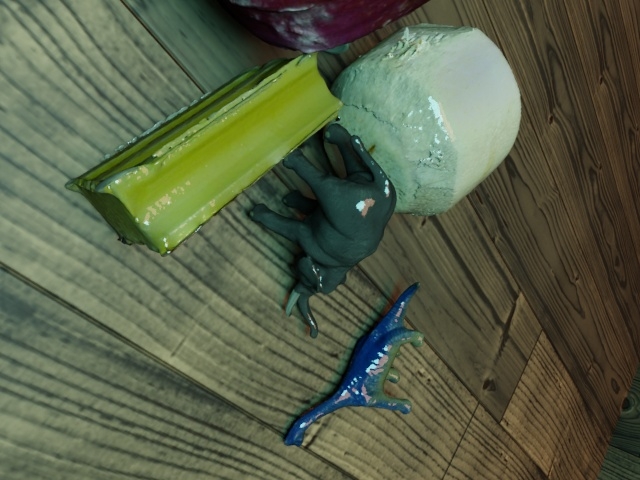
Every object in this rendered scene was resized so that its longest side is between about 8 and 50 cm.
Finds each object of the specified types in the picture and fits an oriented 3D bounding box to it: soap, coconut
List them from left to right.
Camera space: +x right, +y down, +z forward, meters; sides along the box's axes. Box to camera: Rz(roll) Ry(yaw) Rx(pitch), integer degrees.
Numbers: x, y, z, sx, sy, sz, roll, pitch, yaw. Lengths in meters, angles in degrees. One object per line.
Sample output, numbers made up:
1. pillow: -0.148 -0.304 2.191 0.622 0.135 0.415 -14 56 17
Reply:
1. soap: -0.100 -0.087 0.420 0.233 0.135 0.076 -43 121 -27
2. coconut: 0.125 -0.152 0.549 0.234 0.224 0.224 -46 123 -17

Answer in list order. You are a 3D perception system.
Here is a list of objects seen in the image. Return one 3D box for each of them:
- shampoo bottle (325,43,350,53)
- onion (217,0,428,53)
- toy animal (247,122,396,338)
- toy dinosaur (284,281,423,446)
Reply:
1. shampoo bottle: 0.039 -0.328 0.546 0.056 0.056 0.195 24 83 -39
2. onion: 0.013 -0.343 0.341 0.336 0.282 0.260 -61 157 -14
3. toy animal: -0.008 -0.005 0.514 0.082 0.137 0.269 -31 157 -44
4. toy dinosaur: 0.055 0.168 0.637 0.188 0.075 0.247 10 96 -33
